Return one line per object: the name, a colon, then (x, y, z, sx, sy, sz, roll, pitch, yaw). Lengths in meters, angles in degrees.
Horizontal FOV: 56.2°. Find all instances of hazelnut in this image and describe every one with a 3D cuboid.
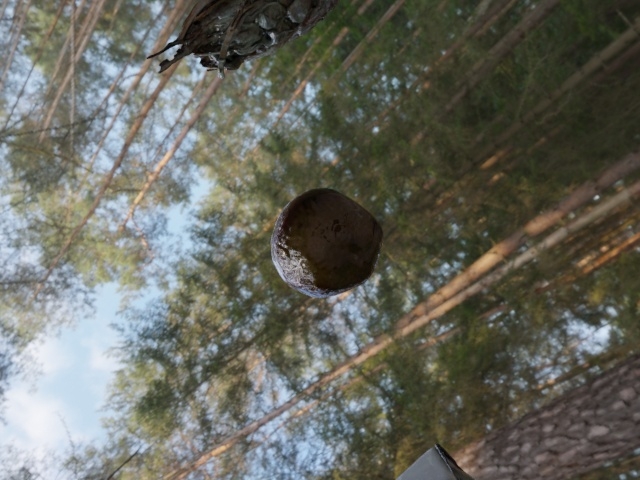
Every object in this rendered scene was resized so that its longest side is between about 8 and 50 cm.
hazelnut: (0.000, 0.000, 1.061, 0.208, 0.208, 0.208, 28, -141, -26)

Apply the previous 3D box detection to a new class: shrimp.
shrimp: (-0.056, -0.181, 0.492, 0.190, 0.074, 0.073, -31, -138, -27)

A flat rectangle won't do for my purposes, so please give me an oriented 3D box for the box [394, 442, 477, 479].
box: (0.087, 0.444, 0.747, 0.190, 0.370, 0.112, 46, -178, -13)
